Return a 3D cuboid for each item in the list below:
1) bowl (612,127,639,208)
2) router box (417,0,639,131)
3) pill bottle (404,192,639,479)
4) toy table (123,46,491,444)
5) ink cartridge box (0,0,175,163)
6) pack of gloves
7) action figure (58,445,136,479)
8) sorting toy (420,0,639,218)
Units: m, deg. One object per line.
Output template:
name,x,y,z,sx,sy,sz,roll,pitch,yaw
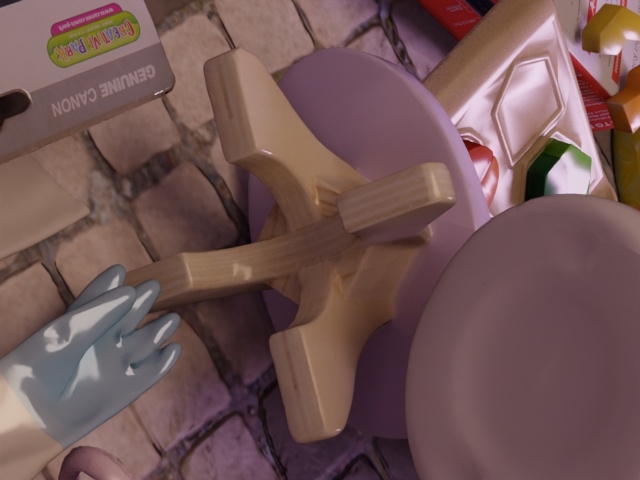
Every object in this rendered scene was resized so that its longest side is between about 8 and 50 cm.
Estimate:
bowl,0.414,-0.065,1.707,0.289,0.156,0.289,16,65,-39
router box,0.177,-0.301,1.563,0.301,0.082,0.335,38,53,-45
pill bottle,0.263,0.114,1.204,0.392,0.224,0.224,15,66,-41
toy table,0.000,0.000,1.248,0.161,0.252,0.274,4,58,-60
ink cartridge box,-0.269,-0.154,1.100,0.309,0.130,0.272,-28,97,-45
pack of gloves,-0.195,0.037,1.122,0.195,0.046,0.232,47,46,4
action figure,0.031,0.272,1.100,0.248,0.370,0.275,77,7,-47
sorting toy,0.172,-0.078,1.454,0.307,0.041,0.229,-47,131,-25
